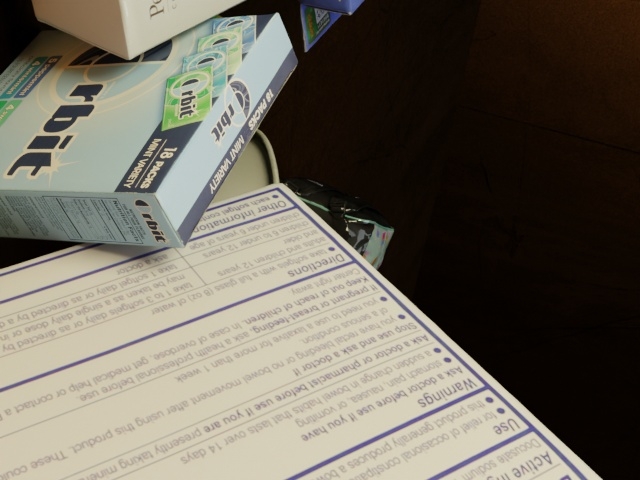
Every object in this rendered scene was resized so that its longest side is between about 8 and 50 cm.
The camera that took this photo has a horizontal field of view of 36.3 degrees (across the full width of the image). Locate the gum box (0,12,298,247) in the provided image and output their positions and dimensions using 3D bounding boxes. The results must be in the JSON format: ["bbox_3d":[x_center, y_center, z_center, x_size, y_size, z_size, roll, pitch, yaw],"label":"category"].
[{"bbox_3d":[-0.127,-0.068,0.569,0.157,0.184,0.041,-63,144,-37],"label":"gum box"}]

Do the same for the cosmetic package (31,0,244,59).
[{"bbox_3d":[-0.051,-0.327,0.521,0.284,0.097,0.377,-36,140,-34],"label":"cosmetic package"}]

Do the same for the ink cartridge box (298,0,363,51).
[{"bbox_3d":[0.038,-0.334,0.843,0.186,0.065,0.311,-54,153,-39],"label":"ink cartridge box"}]

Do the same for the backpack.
[{"bbox_3d":[0.000,0.000,1.211,0.188,0.165,0.144,-15,123,-70],"label":"backpack"}]

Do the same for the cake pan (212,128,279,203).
[{"bbox_3d":[-0.105,0.047,0.805,0.293,0.054,0.293,-169,-90,-71],"label":"cake pan"}]

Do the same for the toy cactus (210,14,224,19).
[{"bbox_3d":[-0.116,-0.193,0.708,0.180,0.112,0.219,-30,141,-44],"label":"toy cactus"}]

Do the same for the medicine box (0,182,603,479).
[{"bbox_3d":[-0.060,0.129,0.481,0.263,0.289,0.149,-19,132,-28],"label":"medicine box"}]
